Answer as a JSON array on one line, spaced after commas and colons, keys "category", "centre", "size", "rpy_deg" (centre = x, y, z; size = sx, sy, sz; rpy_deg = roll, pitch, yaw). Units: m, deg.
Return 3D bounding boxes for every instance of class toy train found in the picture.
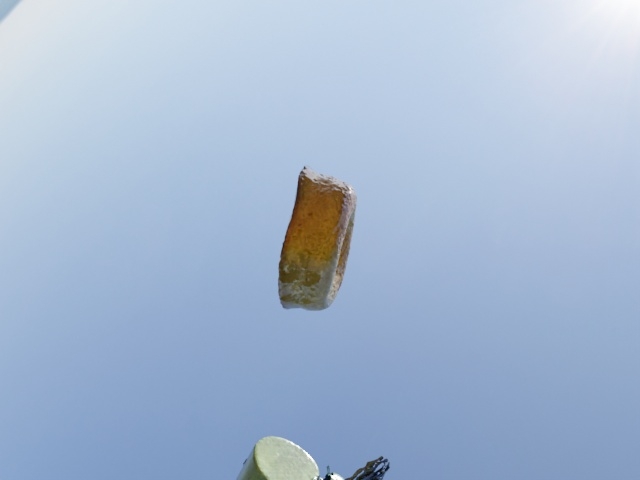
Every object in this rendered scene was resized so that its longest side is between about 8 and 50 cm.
[{"category": "toy train", "centre": [-0.066, 0.414, 0.714], "size": [0.189, 0.126, 0.307], "rpy_deg": [39, -66, 29]}]

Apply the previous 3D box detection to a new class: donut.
[{"category": "donut", "centre": [0.001, 0.001, 0.660], "size": [0.075, 0.174, 0.190], "rpy_deg": [9, -131, 6]}]

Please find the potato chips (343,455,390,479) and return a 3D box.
[{"category": "potato chips", "centre": [-0.041, 0.252, 0.415], "size": [0.202, 0.220, 0.029], "rpy_deg": [-47, -126, 13]}]
